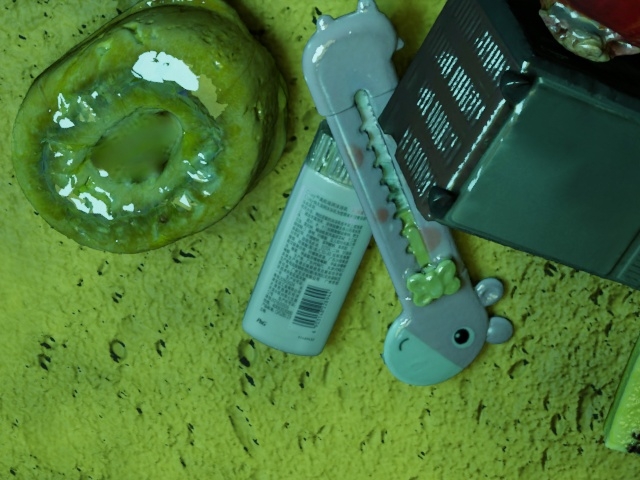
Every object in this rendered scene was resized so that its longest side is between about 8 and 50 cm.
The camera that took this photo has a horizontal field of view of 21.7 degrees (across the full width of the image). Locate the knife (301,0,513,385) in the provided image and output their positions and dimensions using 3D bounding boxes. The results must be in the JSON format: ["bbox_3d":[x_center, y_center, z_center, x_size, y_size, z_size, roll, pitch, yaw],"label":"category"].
[{"bbox_3d":[0.072,-0.031,1.503,0.132,0.038,0.399,-25,120,-4],"label":"knife"}]

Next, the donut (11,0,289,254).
[{"bbox_3d":[-0.152,-0.098,1.512,0.261,0.128,0.208,-36,104,25],"label":"donut"}]

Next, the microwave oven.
[{"bbox_3d":[0.203,-0.094,1.381,0.247,0.178,0.188,18,121,-26],"label":"microwave oven"}]

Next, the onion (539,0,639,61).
[{"bbox_3d":[0.263,-0.292,1.224,0.341,0.341,0.341,4,115,9],"label":"onion"}]

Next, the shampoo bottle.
[{"bbox_3d":[0.000,0.000,1.567,0.086,0.056,0.227,18,117,-6],"label":"shampoo bottle"}]

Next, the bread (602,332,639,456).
[{"bbox_3d":[0.338,0.104,1.555,0.088,0.049,0.226,16,116,3],"label":"bread"}]
